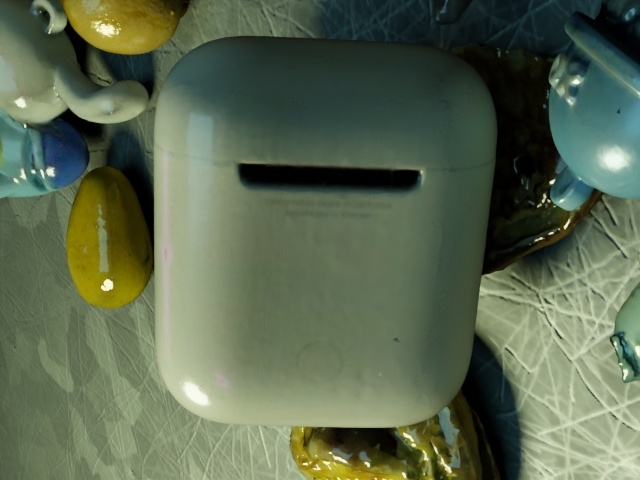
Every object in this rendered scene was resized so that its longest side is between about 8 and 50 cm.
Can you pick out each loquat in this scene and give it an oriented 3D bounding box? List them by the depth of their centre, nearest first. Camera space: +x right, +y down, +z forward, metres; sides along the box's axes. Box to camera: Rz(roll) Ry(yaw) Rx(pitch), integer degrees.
[{"bbox_3d":[-0.225,-0.289,1.241,0.163,0.163,0.137,60,159,12],"label":"loquat"}]

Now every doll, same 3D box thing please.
[{"bbox_3d":[0.254,-0.150,0.740,0.314,0.141,0.177,-59,15,20],"label":"doll"},{"bbox_3d":[-0.424,-0.187,1.490,0.365,0.187,0.376,-57,50,30],"label":"doll"}]

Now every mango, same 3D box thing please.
[{"bbox_3d":[-0.282,-0.005,1.449,0.137,0.098,0.195,24,114,43],"label":"mango"}]

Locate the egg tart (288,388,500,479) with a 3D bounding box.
[{"bbox_3d":[0.051,0.233,1.157,0.297,0.132,0.297,28,129,42],"label":"egg tart"}]

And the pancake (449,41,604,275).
[{"bbox_3d":[0.178,-0.066,0.953,0.257,0.056,0.212,17,110,51],"label":"pancake"}]

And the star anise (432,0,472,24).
[{"bbox_3d":[0.129,-0.337,0.860,0.332,0.117,0.331,11,105,50],"label":"star anise"}]

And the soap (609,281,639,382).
[{"bbox_3d":[0.379,0.026,0.688,0.261,0.156,0.446,44,132,24],"label":"soap"}]

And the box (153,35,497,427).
[{"bbox_3d":[0.000,0.000,0.937,0.141,0.289,0.349,-97,10,-70],"label":"box"}]
